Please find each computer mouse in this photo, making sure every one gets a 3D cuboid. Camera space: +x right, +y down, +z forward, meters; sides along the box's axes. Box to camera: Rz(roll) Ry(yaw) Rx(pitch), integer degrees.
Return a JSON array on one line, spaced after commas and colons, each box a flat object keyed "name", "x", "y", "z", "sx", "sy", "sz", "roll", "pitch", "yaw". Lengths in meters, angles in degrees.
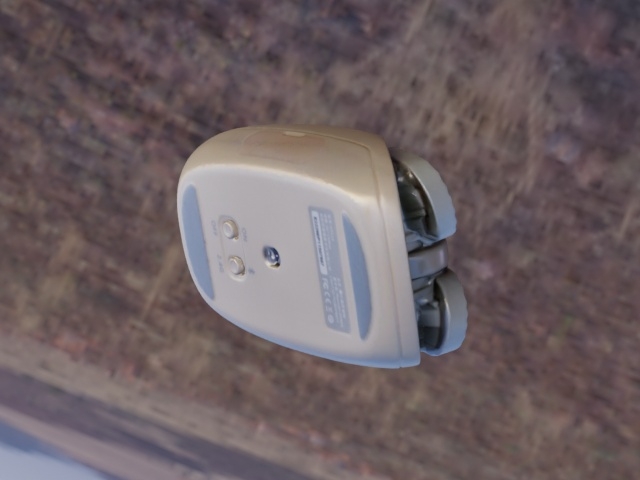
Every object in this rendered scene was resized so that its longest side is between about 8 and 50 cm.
[{"name": "computer mouse", "x": 0.000, "y": 0.000, "z": 0.957, "sx": 0.082, "sy": 0.145, "sz": 0.236, "roll": -20, "pitch": -162, "yaw": -36}]
